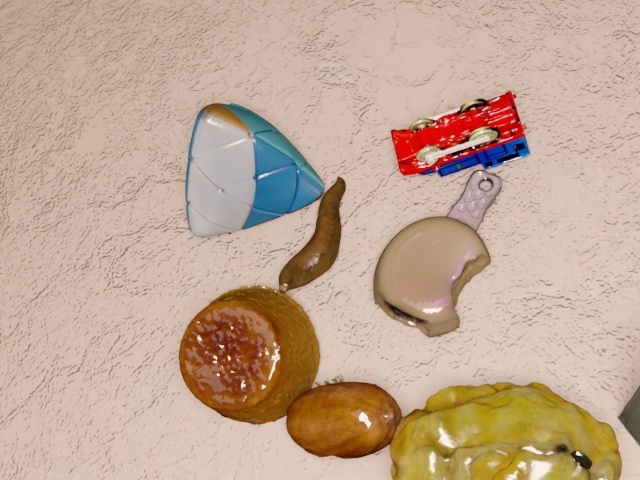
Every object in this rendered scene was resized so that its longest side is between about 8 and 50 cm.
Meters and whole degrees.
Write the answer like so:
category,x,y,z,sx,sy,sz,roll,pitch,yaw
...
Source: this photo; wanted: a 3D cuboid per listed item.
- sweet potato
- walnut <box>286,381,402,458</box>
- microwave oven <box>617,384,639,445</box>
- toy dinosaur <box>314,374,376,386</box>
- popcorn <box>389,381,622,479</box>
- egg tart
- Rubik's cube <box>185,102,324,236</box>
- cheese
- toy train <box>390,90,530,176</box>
category,x,y,z,sx,sy,sz,roll,pitch,yaw
sweet potato,0.003,-0.001,1.220,0.069,0.059,0.250,28,61,0
walnut,0.026,0.253,1.049,0.207,0.115,0.116,-18,58,40
microwave oven,0.502,0.213,0.862,0.181,0.295,0.237,-33,62,-4
toy dinosaur,0.029,0.222,1.123,0.113,0.026,0.041,-24,69,12
popcorn,0.233,0.294,0.941,0.286,0.215,0.252,-11,57,4
egg tart,-0.114,0.166,1.103,0.215,0.171,0.215,-2,80,10
Rubik's cube,-0.140,-0.168,1.239,0.254,0.254,0.255,-5,65,11
cheese,0.198,0.009,1.152,0.163,0.082,0.286,30,75,23
toy train,0.228,-0.160,1.204,0.203,0.131,0.083,-18,68,18
